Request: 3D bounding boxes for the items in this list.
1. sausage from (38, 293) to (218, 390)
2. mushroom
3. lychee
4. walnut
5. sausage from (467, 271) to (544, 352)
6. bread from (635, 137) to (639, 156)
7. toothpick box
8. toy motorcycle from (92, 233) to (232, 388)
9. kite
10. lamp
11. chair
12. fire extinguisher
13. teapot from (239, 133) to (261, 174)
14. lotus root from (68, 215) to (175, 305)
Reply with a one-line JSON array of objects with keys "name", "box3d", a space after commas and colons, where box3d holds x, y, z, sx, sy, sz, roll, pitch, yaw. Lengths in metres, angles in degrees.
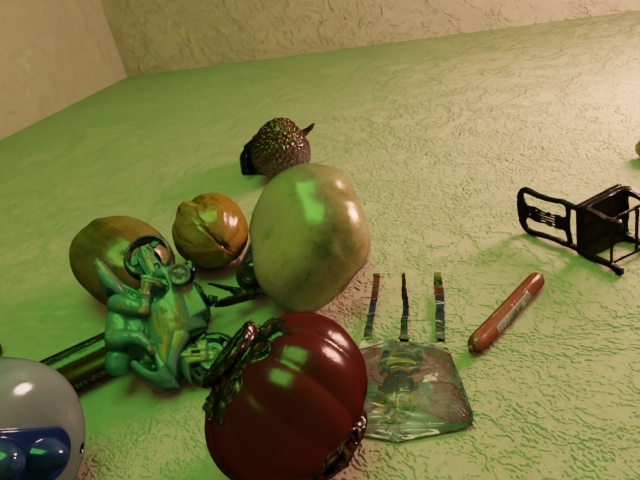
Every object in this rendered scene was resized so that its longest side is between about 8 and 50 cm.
[{"name": "sausage", "box3d": [-0.342, 0.180, 1.051, 0.371, 0.082, 0.082, -25, 30, -23]}, {"name": "mushroom", "box3d": [0.000, 0.000, 1.096, 0.234, 0.260, 0.254, 14, 6, -39]}, {"name": "lychee", "box3d": [-0.095, -0.249, 1.628, 0.197, 0.165, 0.165, -34, 30, -3]}, {"name": "walnut", "box3d": [-0.234, -0.022, 1.290, 0.159, 0.159, 0.206, -24, 23, -18]}, {"name": "sausage", "box3d": [0.290, 0.108, 0.947, 0.029, 0.029, 0.223, 16, 40, 43]}, {"name": "bread", "box3d": [0.772, -0.198, 1.262, 0.178, 0.060, 0.139, -14, 28, -2]}, {"name": "toothpick box", "box3d": [-0.474, 0.260, 0.775, 0.354, 0.263, 0.263, -1, 30, 20]}, {"name": "toy motorcycle", "box3d": [-0.270, 0.132, 1.000, 0.198, 0.109, 0.297, -28, 68, -12]}, {"name": "kite", "box3d": [0.129, 0.162, 0.932, 0.204, 0.022, 0.360, -5, 33, 17]}, {"name": "lamp", "box3d": [-0.038, 0.199, 0.755, 0.226, 0.227, 0.227, -10, 28, 6]}, {"name": "chair", "box3d": [0.463, -0.041, 1.063, 0.113, 0.106, 0.229, -23, 30, -16]}, {"name": "fire extinguisher", "box3d": [-0.135, 0.059, 1.183, 0.106, 0.075, 0.252, -11, 29, 17]}, {"name": "teapot", "box3d": [-0.175, -0.255, 1.745, 0.087, 0.096, 0.177, 2, 32, 27]}, {"name": "lotus root", "box3d": [-0.377, 0.052, 1.213, 0.182, 0.183, 0.309, -33, 39, -32]}]
